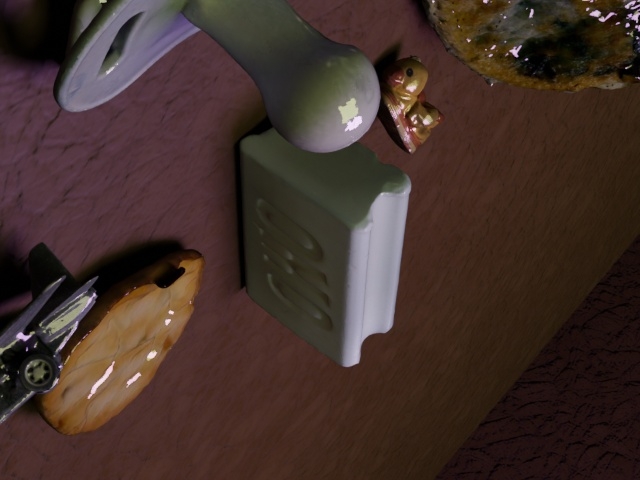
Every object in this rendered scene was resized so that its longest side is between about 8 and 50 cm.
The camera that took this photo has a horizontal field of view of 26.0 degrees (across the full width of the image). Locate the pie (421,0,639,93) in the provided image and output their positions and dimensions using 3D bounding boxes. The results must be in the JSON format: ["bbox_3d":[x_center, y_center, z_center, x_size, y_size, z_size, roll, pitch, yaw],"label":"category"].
[{"bbox_3d":[0.253,-0.264,1.430,0.371,0.297,0.078,73,17,-61],"label":"pie"}]

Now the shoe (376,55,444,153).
[{"bbox_3d":[0.094,-0.151,1.523,0.069,0.072,0.109,-38,116,-13],"label":"shoe"}]

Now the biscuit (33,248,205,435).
[{"bbox_3d":[-0.189,0.097,1.298,0.203,0.041,0.260,-58,166,21],"label":"biscuit"}]

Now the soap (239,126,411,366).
[{"bbox_3d":[0.000,0.000,1.416,0.087,0.160,0.265,-44,157,-26],"label":"soap"}]

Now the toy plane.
[{"bbox_3d":[-0.277,0.124,1.089,0.267,0.088,0.212,-48,-178,-14],"label":"toy plane"}]

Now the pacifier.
[{"bbox_3d":[-0.055,-0.148,0.985,0.287,0.226,0.238,-39,173,-35],"label":"pacifier"}]
